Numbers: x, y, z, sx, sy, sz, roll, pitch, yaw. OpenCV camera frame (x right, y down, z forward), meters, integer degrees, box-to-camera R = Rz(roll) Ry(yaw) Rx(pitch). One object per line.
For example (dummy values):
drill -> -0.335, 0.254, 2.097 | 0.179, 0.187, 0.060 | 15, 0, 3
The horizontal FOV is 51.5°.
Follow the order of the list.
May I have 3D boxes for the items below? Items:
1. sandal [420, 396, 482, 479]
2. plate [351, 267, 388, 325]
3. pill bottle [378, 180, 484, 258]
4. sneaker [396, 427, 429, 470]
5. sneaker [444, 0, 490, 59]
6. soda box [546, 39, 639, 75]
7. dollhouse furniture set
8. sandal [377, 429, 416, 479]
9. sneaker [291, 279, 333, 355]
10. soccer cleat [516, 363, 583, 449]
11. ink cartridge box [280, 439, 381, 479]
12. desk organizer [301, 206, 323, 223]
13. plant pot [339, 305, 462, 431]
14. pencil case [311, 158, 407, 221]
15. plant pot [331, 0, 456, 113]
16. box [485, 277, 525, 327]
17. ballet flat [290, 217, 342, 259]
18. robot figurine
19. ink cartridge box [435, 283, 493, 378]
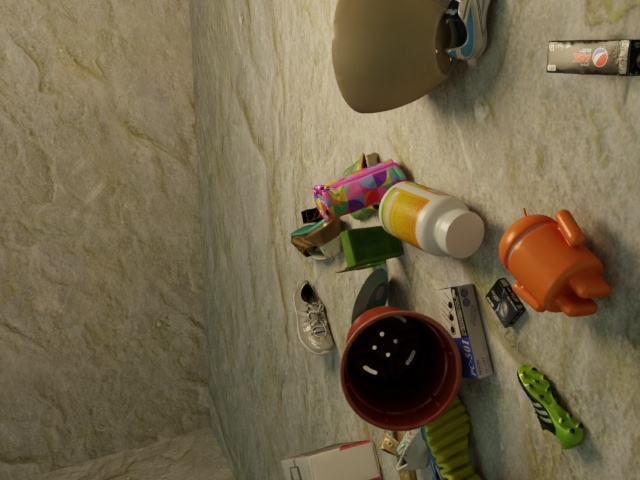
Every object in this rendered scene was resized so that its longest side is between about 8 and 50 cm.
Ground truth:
sandal -> 0.299, 0.510, 1.603 | 0.138, 0.126, 0.317 | 151, 108, -69
plate -> 0.140, 0.165, 1.766 | 0.024, 0.188, 0.188 | 22, 123, 29
pill bottle -> 0.247, -0.043, 1.473 | 0.246, 0.136, 0.136 | -148, 52, -59
sneaker -> 0.244, 0.535, 1.758 | 0.080, 0.094, 0.212 | -134, 41, -54
sneaker -> 0.285, -0.472, 1.285 | 0.085, 0.086, 0.237 | -146, 51, -60
soda box -> 0.439, -0.289, 1.045 | 0.169, 0.060, 0.053 | -148, 54, -60
dollhouse furniture set -> 0.084, -0.072, 1.804 | 0.197, 0.151, 0.301 | 153, 106, -65
sandal -> 0.205, 0.595, 1.887 | 0.088, 0.079, 0.240 | -32, 70, 64
sneaker -> -0.031, 0.261, 2.247 | 0.115, 0.105, 0.281 | 107, 145, -46
soccer cleat -> 0.437, 0.325, 1.294 | 0.179, 0.060, 0.072 | 58, 149, 35
ink cartridge box -> 0.028, 0.742, 2.159 | 0.306, 0.226, 0.131 | 133, 124, -62
desk organizer -> -0.014, -0.087, 2.140 | 0.130, 0.050, 0.047 | -20, 81, 66
plant pot -> 0.171, 0.277, 1.589 | 0.265, 0.273, 0.272 | -119, 21, -84
pencil case -> 0.096, -0.126, 1.651 | 0.104, 0.236, 0.104 | 159, 90, -77
plant pot -> 0.175, -0.406, 1.387 | 0.191, 0.284, 0.284 | 9, 110, 31
box -> 0.384, 0.130, 1.382 | 0.083, 0.018, 0.067 | 64, 151, 31
ballet flat -> 0.000, 0.000, 2.094 | 0.124, 0.116, 0.342 | 60, 156, -4
robot figurine -> 0.405, 0.038, 1.170 | 0.219, 0.128, 0.158 | 55, 173, 42
ink cartridge box -> 0.325, 0.207, 1.509 | 0.097, 0.046, 0.207 | 156, 102, -66
